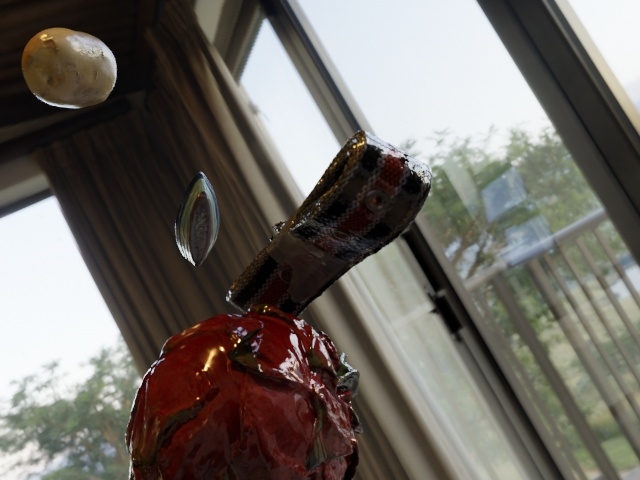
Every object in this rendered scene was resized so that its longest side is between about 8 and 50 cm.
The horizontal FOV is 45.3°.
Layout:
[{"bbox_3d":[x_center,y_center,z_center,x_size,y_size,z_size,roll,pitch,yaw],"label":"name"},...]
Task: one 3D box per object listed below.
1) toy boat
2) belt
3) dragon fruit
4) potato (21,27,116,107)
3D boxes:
[{"bbox_3d":[-0.216,-0.031,1.362,0.080,0.045,0.228,-5,-34,-16],"label":"toy boat"},{"bbox_3d":[0.000,0.000,0.857,0.126,0.094,0.359,-59,8,-32],"label":"belt"},{"bbox_3d":[-0.080,0.206,0.781,0.298,0.244,0.244,-63,11,-27],"label":"dragon fruit"},{"bbox_3d":[-0.387,-0.264,1.181,0.118,0.109,0.178,-44,-8,14],"label":"potato"}]
